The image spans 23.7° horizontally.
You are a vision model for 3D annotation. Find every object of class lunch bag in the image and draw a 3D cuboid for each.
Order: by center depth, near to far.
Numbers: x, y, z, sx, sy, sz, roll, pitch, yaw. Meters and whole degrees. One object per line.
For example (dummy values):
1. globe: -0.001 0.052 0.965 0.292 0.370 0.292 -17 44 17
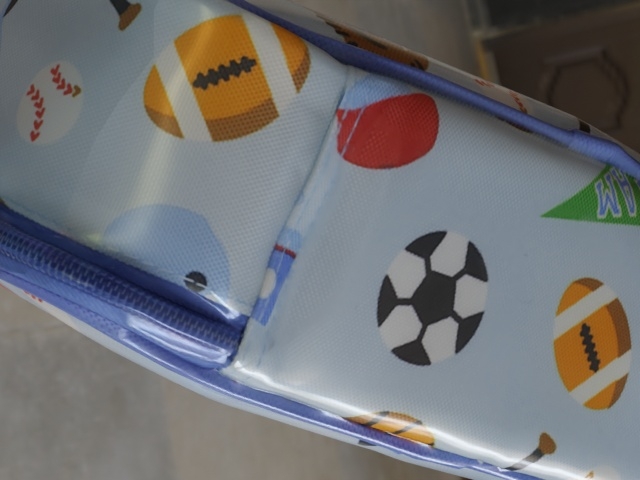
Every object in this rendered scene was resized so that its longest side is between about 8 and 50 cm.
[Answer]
1. lunch bag: 0.000 0.000 0.516 0.303 0.243 0.115 25 86 -36
